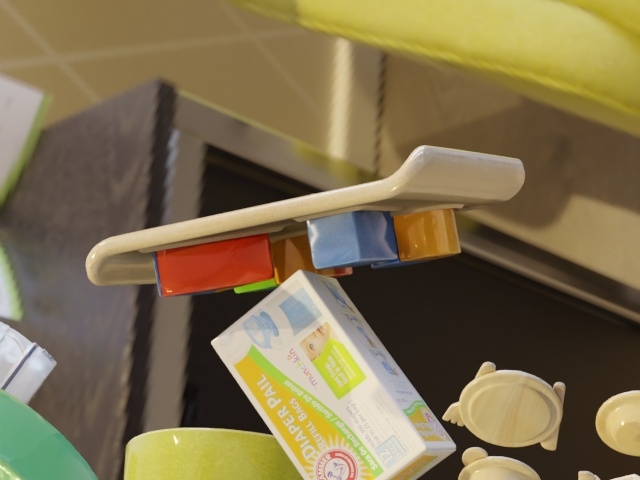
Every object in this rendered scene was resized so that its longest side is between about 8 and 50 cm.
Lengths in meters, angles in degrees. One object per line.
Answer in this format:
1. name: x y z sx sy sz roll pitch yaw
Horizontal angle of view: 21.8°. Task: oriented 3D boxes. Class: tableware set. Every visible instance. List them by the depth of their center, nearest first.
1. tableware set: 0.159 0.138 1.059 0.020 0.169 0.141 -77 -4 -50

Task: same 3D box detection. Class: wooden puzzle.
1. wooden puzzle: 0.000 0.000 1.585 0.348 0.322 0.080 -16 83 23

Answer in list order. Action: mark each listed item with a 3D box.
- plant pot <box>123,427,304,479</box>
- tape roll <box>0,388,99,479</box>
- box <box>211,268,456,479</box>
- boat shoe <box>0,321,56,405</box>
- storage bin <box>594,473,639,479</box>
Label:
1. plant pot: -0.088 0.370 1.676 0.275 0.275 0.293 -15 57 44
2. tape roll: -0.286 0.234 1.081 0.321 0.321 0.077 -53 5 18
3. box: 0.013 0.142 1.517 0.114 0.103 0.203 -40 73 11
4. boat shoe: -0.334 0.180 1.394 0.267 0.088 0.096 -53 4 -16
5. storage bin: 0.201 0.333 1.241 0.260 0.262 0.123 -32 22 32
